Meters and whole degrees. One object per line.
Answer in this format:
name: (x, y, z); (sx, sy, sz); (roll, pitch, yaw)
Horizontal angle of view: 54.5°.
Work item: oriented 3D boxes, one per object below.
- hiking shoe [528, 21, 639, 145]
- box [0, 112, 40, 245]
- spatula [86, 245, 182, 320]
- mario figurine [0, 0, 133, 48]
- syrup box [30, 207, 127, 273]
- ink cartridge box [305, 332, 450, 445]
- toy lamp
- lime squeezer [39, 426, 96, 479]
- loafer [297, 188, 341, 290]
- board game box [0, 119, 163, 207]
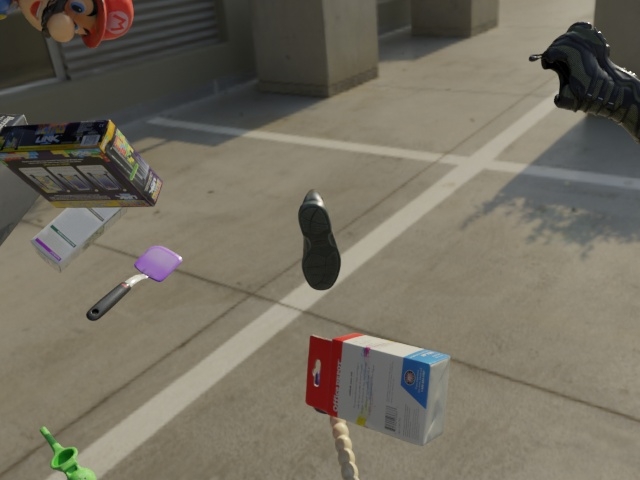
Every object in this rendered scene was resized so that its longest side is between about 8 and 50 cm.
hiking shoe: (0.427, -0.224, 0.970); (0.114, 0.226, 0.086); (-35, -13, 3)
box: (-0.725, -0.101, 1.145); (0.294, 0.182, 0.296); (7, 43, 4)
spatula: (-0.419, 0.094, 1.383); (0.084, 0.030, 0.296); (32, 32, 5)
mario figurine: (-0.395, -0.311, 0.777); (0.321, 0.170, 0.198); (4, 6, -32)
syrup box: (-0.603, -0.038, 1.561); (0.237, 0.096, 0.093); (-48, 3, -24)
ink cartridge box: (0.089, 0.235, 1.030); (0.231, 0.134, 0.078); (9, 7, 36)
toy lamp: (0.034, 0.345, 1.094); (0.080, 0.080, 0.274); (-8, 40, -4)
lime squeezer: (-0.500, 0.474, 1.276); (0.310, 0.110, 0.059); (39, 75, 23)
loafer: (0.000, 0.000, 1.475); (0.096, 0.267, 0.084); (-2, 40, 5)
board game box: (-0.325, -0.099, 0.843); (0.170, 0.141, 0.048); (1, 63, 17)
